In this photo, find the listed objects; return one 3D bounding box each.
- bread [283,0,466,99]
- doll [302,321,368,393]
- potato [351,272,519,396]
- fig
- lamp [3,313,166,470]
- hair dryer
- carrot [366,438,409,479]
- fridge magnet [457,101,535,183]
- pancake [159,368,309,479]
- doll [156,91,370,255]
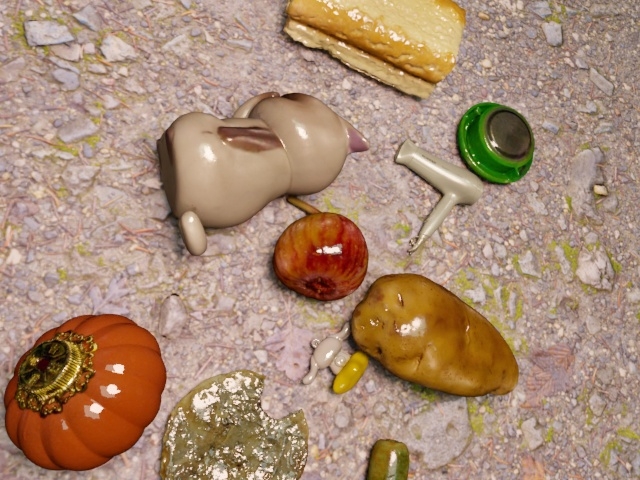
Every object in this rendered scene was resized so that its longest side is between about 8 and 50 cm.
[{"bbox_3d":[0.121,-0.495,1.048,0.376,0.165,0.236,20,68,-13],"label":"bread"},{"bbox_3d":[0.025,0.228,0.886,0.135,0.071,0.113,-24,78,-19],"label":"doll"},{"bbox_3d":[0.233,0.189,0.914,0.369,0.195,0.176,26,102,-20],"label":"potato"},{"bbox_3d":[0.006,0.005,0.895,0.175,0.175,0.207,22,43,-13],"label":"fig"},{"bbox_3d":[-0.334,0.213,0.689,0.224,0.196,0.223,-8,54,11],"label":"lamp"},{"bbox_3d":[0.226,-0.081,1.047,0.207,0.075,0.237,28,77,-4],"label":"hair dryer"},{"bbox_3d":[0.094,0.533,0.828,0.074,0.074,0.358,19,72,-14],"label":"carrot"},{"bbox_3d":[0.422,-0.235,1.130,0.208,0.088,0.207,5,75,-19],"label":"fridge magnet"},{"bbox_3d":[-0.145,0.348,0.808,0.254,0.037,0.253,5,74,-18],"label":"pancake"},{"bbox_3d":[-0.123,-0.149,0.849,0.371,0.215,0.225,-31,93,-25],"label":"doll"}]
